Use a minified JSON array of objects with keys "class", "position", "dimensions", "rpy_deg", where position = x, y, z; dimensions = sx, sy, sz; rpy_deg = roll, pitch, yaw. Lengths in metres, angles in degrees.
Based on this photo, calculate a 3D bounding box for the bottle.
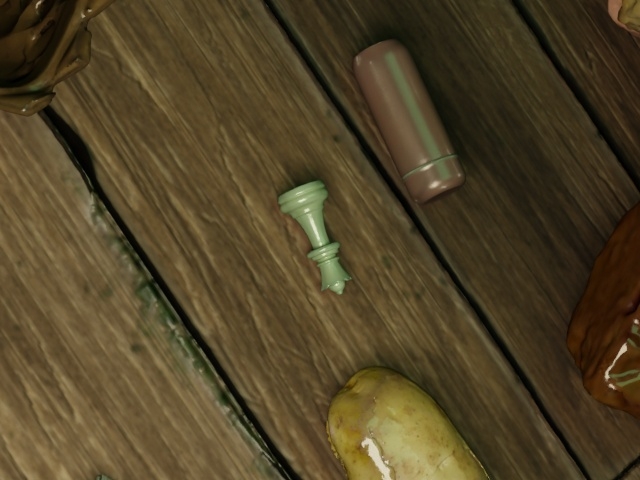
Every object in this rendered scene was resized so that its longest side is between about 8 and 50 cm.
[{"class":"bottle","position":[0.075,-0.101,1.669],"dimensions":[0.053,0.053,0.140],"rpy_deg":[-18,79,-36]}]

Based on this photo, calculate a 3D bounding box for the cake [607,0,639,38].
[{"class":"cake","position":[0.461,-0.289,1.804],"dimensions":[0.307,0.293,0.314],"rpy_deg":[17,91,-25]}]

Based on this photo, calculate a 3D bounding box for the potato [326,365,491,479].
[{"class":"potato","position":[0.070,0.179,1.527],"dimensions":[0.170,0.080,0.107],"rpy_deg":[54,45,-5]}]

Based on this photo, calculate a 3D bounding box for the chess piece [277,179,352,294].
[{"class":"chess piece","position":[0.000,0.000,1.587],"dimensions":[0.042,0.042,0.093],"rpy_deg":[-20,86,-37]}]

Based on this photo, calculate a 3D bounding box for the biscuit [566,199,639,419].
[{"class":"biscuit","position":[0.437,0.039,1.675],"dimensions":[0.395,0.166,0.342],"rpy_deg":[25,99,-22]}]

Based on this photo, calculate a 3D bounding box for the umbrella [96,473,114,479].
[{"class":"umbrella","position":[-0.112,0.193,1.432],"dimensions":[0.269,0.044,0.044],"rpy_deg":[4,95,-32]}]

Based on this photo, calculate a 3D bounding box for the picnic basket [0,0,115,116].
[{"class":"picnic basket","position":[-0.266,-0.221,1.313],"dimensions":[0.291,0.321,0.254],"rpy_deg":[20,90,-25]}]
